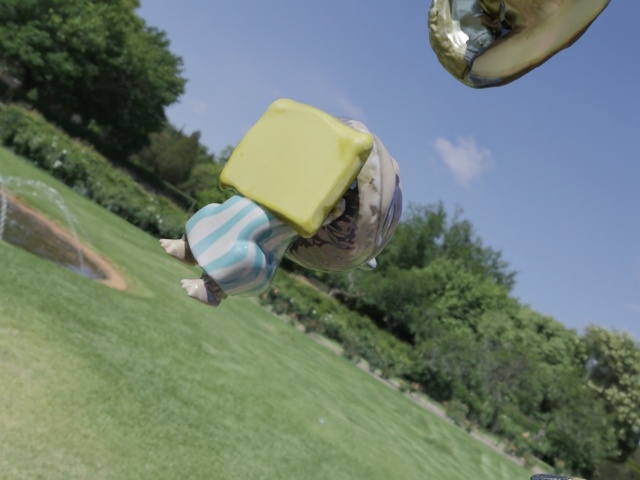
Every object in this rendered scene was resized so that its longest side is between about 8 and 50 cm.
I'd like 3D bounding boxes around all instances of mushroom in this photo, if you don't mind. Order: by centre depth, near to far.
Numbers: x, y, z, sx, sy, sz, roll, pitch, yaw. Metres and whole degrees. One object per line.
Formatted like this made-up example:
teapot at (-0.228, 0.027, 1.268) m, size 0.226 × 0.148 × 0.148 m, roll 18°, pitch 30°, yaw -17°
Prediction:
mushroom at (0.271, -0.351, 1.029) m, size 0.189 × 0.267 × 0.164 m, roll -3°, pitch 49°, yaw -36°

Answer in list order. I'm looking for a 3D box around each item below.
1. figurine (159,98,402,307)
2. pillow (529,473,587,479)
figurine at (0.000, 0.000, 1.238) m, size 0.377 × 0.361 × 0.266 m, roll 42°, pitch 9°, yaw -46°
pillow at (0.431, 0.477, 1.393) m, size 0.113 × 0.038 × 0.203 m, roll 3°, pitch -34°, yaw 5°
